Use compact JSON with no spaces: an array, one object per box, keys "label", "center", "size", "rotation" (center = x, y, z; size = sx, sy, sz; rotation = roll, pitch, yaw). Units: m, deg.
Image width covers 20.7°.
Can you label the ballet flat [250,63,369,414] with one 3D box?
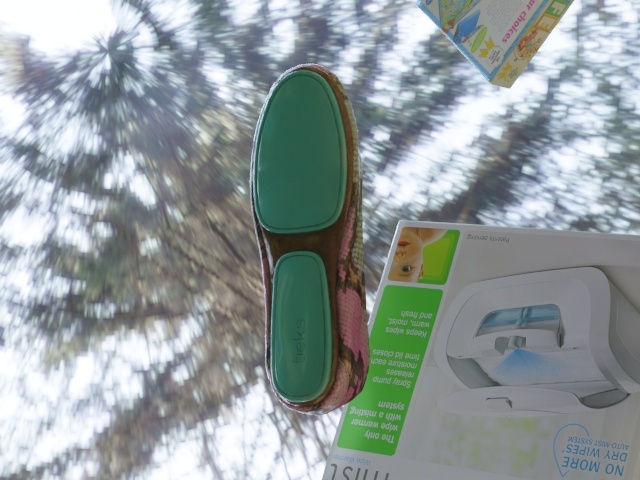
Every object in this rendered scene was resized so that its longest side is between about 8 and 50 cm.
[{"label":"ballet flat","center":[0.000,0.000,1.124],"size":[0.077,0.079,0.221],"rotation":[-3,-91,26]}]

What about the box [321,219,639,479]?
[{"label":"box","center":[0.159,0.119,1.267],"size":[0.127,0.262,0.231],"rotation":[36,-113,-46]}]

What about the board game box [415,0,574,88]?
[{"label":"board game box","center":[0.146,-0.203,1.282],"size":[0.026,0.103,0.154],"rotation":[9,-56,-47]}]
